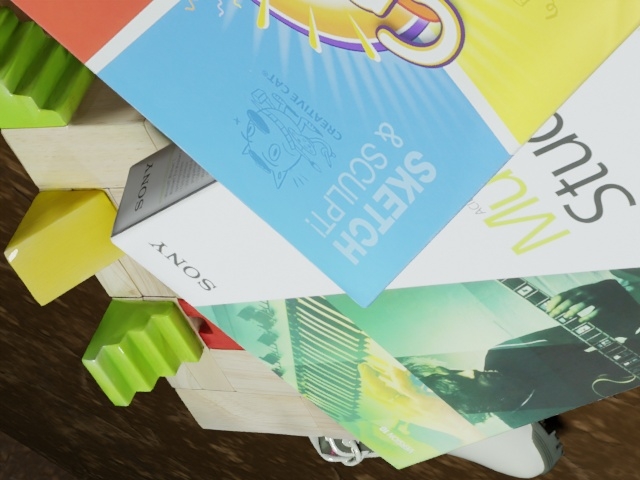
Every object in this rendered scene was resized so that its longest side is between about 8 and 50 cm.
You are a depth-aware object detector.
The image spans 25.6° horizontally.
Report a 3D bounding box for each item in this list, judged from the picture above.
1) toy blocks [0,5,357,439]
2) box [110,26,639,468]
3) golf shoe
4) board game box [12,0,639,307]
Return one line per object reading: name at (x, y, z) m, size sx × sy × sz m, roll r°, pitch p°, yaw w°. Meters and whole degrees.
toy blocks at (0.000, 0.000, 0.839) m, size 0.261 × 0.190 × 0.381 m, roll 0°, pitch 139°, yaw 26°
box at (0.092, -0.010, 0.665) m, size 0.322 × 0.058 × 0.232 m, roll -25°, pitch 128°, yaw 34°
golf shoe at (0.056, 0.138, 1.119) m, size 0.273 × 0.120 × 0.105 m, roll 27°, pitch 157°, yaw -1°
board game box at (0.007, -0.141, 0.459) m, size 0.242 × 0.064 × 0.316 m, roll 41°, pitch 142°, yaw 1°
